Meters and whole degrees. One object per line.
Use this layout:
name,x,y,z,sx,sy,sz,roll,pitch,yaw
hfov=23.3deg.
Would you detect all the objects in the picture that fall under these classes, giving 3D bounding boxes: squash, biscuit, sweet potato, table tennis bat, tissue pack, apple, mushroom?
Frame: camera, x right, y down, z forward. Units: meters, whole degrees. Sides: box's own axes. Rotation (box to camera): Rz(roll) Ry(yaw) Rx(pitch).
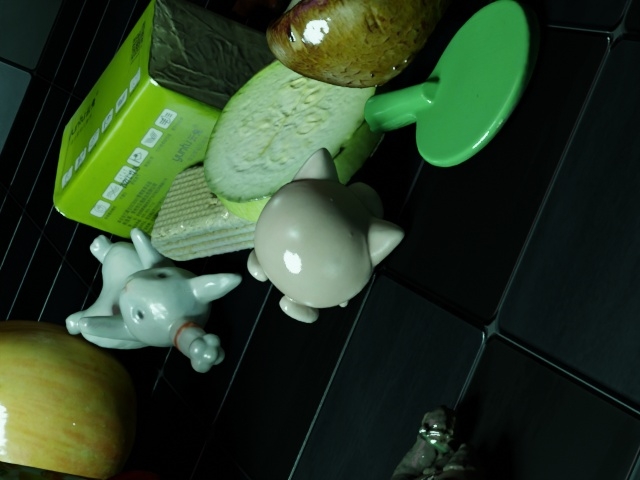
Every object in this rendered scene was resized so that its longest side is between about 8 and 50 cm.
squash,-0.024,-0.116,1.608,0.219,0.041,0.219,-23,41,22
biscuit,-0.093,-0.044,1.710,0.239,0.062,0.108,-10,51,49
sweet potato,-0.086,-0.319,2.063,0.179,0.044,0.044,10,79,69
table tennis bat,0.116,-0.134,1.409,0.257,0.039,0.160,-11,57,60
tissue pack,-0.173,-0.134,1.876,0.275,0.200,0.167,-46,32,44
apple,-0.357,0.221,1.923,0.242,0.241,0.242,-48,29,39
mushroom,0.055,-0.228,1.485,0.231,0.138,0.194,-44,-7,-23

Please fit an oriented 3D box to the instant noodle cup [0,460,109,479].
instant noodle cup,-0.259,0.333,1.479,0.284,0.312,0.284,-51,27,40

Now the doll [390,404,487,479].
doll,0.081,0.196,1.151,0.139,0.057,0.165,-37,33,59

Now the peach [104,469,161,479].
peach,-0.279,0.356,1.728,0.189,0.068,0.279,-36,16,45

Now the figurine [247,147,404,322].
figurine,0.000,0.000,1.450,0.138,0.125,0.125,-50,26,18

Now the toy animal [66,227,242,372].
toy animal,-0.198,0.069,1.826,0.282,0.138,0.140,0,64,66
